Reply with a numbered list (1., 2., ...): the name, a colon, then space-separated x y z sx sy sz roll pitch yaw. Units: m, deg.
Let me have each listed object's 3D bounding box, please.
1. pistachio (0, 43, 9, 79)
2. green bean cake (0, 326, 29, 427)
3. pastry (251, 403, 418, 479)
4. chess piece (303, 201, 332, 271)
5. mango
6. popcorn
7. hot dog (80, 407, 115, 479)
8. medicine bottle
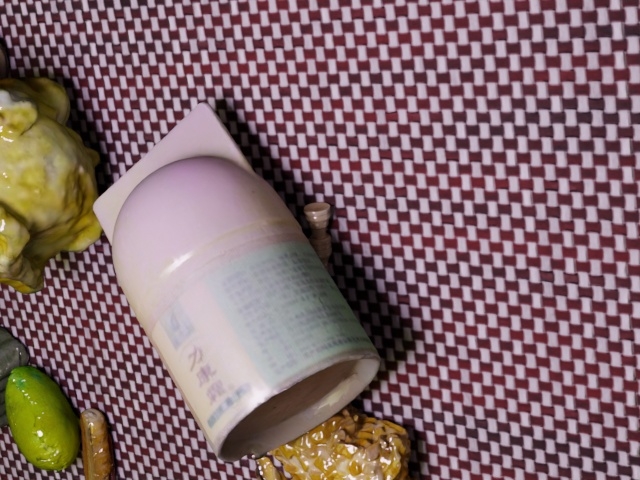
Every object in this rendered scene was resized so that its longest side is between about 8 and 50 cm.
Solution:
1. pistachio: -0.592 -0.225 1.986 0.288 0.166 0.197 -10 126 35
2. green bean cake: -0.578 0.211 2.197 0.183 0.094 0.185 35 130 21
3. pastry: 0.007 0.280 1.763 0.250 0.102 0.154 18 115 29
4. chess piece: 0.000 0.000 1.704 0.035 0.035 0.092 10 117 35
5. mango: -0.436 0.279 2.104 0.119 0.100 0.178 -36 78 50
6. popcorn: -0.453 -0.072 1.852 0.312 0.312 0.312 15 116 33
7. hot dog: -0.346 0.364 2.104 0.066 0.047 0.215 -134 40 -63
8. medicine bottle: -0.123 0.046 1.671 0.406 0.236 0.235 57 132 20
